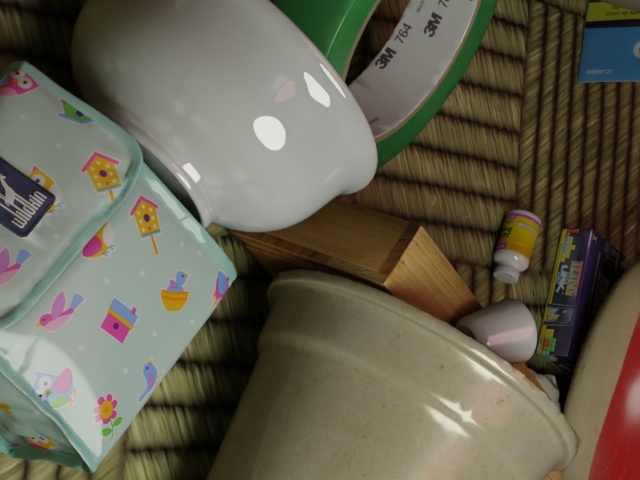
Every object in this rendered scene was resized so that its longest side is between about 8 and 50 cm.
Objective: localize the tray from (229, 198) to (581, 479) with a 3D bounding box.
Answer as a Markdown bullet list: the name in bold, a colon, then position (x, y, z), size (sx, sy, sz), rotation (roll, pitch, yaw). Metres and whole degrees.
- **tray**: position (0.092, 0.102, 1.823), size (0.076, 0.203, 0.411), rotation (-56, 137, -17)

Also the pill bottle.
- **pill bottle**: position (0.231, 0.008, 2.159), size (0.043, 0.043, 0.083), rotation (45, 56, -45)

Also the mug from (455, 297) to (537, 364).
- **mug**: position (0.157, 0.097, 1.692), size (0.064, 0.062, 0.078), rotation (-11, 106, -37)

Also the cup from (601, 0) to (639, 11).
- **cup**: position (0.335, -0.415, 2.114), size (0.331, 0.237, 0.331), rotation (-3, 93, -54)

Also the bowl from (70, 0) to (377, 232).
- **bowl**: position (-0.107, -0.101, 1.514), size (0.134, 0.298, 0.298), rotation (-50, 132, -19)

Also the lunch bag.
- **lunch bag**: position (-0.226, 0.018, 1.441), size (0.223, 0.160, 0.262), rotation (-53, 125, -28)

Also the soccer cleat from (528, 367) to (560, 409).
- **soccer cleat**: position (0.231, 0.187, 2.158), size (0.196, 0.068, 0.076), rotation (15, 75, -60)

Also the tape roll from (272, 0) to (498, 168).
- **tape roll**: position (0.062, -0.213, 1.766), size (0.321, 0.077, 0.321), rotation (-44, 155, -27)

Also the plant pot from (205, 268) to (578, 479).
- **plant pot**: position (0.023, 0.246, 1.693), size (0.305, 0.334, 0.334), rotation (-59, 136, -18)

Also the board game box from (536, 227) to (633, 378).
- **board game box**: position (0.340, 0.087, 2.310), size (0.141, 0.048, 0.170), rotation (33, 65, -51)

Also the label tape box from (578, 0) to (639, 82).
- **label tape box**: position (0.481, -0.350, 2.306), size (0.115, 0.249, 0.347), rotation (23, 73, -52)

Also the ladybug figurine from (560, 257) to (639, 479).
- **ladybug figurine**: position (0.426, 0.224, 2.271), size (0.305, 0.162, 0.449), rotation (-22, 123, -46)
